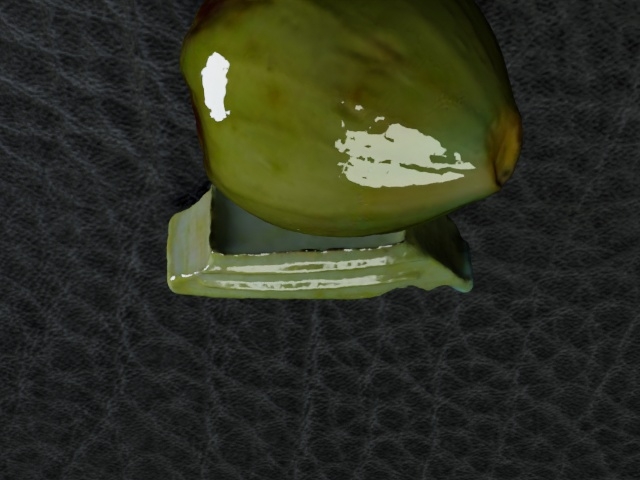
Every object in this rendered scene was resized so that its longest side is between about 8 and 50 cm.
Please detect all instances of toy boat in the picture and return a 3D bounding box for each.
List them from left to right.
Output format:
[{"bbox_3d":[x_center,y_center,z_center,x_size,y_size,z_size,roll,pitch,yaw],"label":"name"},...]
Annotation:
[{"bbox_3d":[0.002,-0.004,1.646,0.276,0.111,0.084,1,140,-5],"label":"toy boat"}]

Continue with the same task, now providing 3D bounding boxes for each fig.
[{"bbox_3d":[0.030,-0.108,1.375,0.271,0.239,0.239,32,153,24],"label":"fig"}]
